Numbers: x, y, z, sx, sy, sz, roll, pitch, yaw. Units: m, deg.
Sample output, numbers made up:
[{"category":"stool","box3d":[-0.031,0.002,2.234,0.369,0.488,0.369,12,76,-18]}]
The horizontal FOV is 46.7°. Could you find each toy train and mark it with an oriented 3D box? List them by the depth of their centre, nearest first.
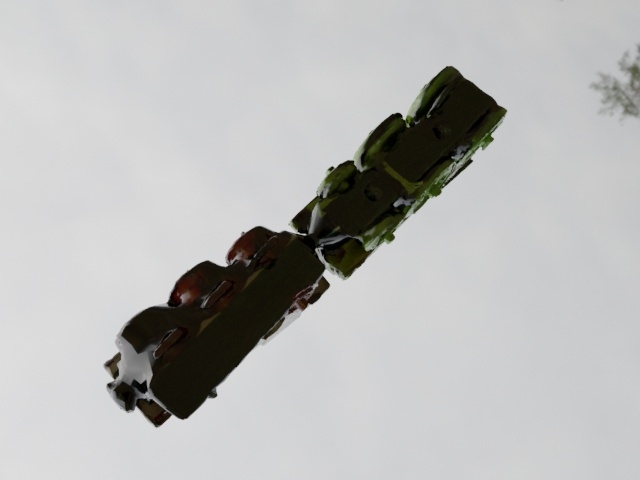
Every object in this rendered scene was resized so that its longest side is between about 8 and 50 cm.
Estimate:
[{"category":"toy train","box3d":[0.000,0.000,0.370,0.053,0.085,0.250,45,-115,8]}]
